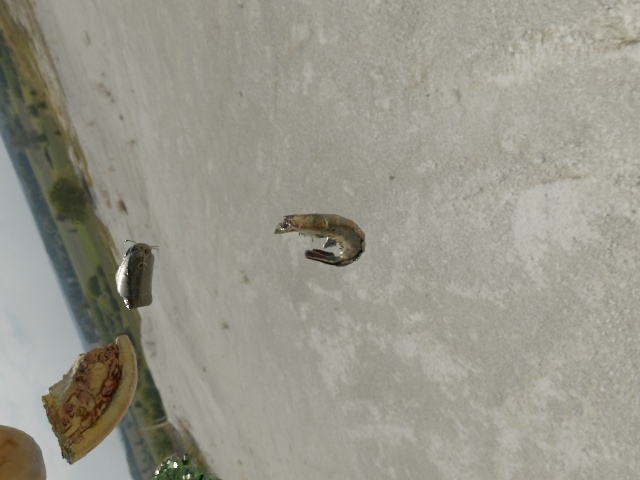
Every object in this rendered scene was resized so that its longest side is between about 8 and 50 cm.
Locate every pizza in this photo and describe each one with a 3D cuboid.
[{"bbox_3d":[-0.412,0.274,0.822,0.134,0.271,0.056,37,116,-12],"label":"pizza"}]

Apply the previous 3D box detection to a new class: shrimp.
[{"bbox_3d":[0.000,-0.001,1.170,0.253,0.058,0.173,-1,127,27],"label":"shrimp"}]

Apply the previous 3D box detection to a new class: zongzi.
[{"bbox_3d":[-0.493,0.056,1.169,0.184,0.084,0.187,41,124,40],"label":"zongzi"}]

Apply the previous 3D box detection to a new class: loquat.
[{"bbox_3d":[-0.683,0.492,0.864,0.263,0.263,0.263,37,138,43],"label":"loquat"}]

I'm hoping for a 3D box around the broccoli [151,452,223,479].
[{"bbox_3d":[-0.024,0.384,0.357,0.414,0.310,0.321,30,104,24],"label":"broccoli"}]
